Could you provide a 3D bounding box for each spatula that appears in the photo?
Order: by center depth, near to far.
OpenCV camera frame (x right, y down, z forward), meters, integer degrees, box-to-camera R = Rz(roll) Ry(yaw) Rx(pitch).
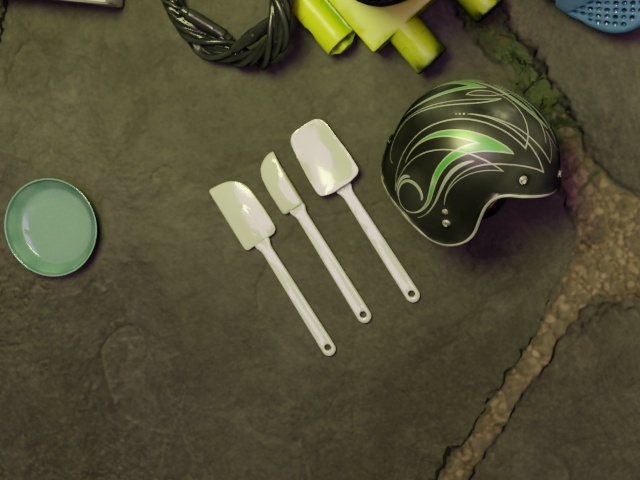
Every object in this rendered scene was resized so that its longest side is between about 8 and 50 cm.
[{"bbox_3d":[0.000,0.000,1.171,0.168,0.019,0.242,-33,90,12],"label":"spatula"}]

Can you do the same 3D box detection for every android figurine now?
[{"bbox_3d":[0.066,-0.323,1.098,0.248,0.056,0.273,-42,89,13],"label":"android figurine"}]

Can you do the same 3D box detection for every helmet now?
[{"bbox_3d":[0.161,-0.088,1.058,0.169,0.169,0.161,44,119,2],"label":"helmet"}]

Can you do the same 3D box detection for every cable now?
[{"bbox_3d":[-0.105,-0.271,1.132,0.184,0.047,0.151,14,119,27],"label":"cable"}]

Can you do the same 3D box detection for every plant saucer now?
[{"bbox_3d":[-0.324,-0.017,1.227,0.119,0.021,0.119,1,98,10],"label":"plant saucer"}]

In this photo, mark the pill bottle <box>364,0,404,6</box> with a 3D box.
[{"bbox_3d":[0.051,-0.291,0.965,0.122,0.219,0.123,1,99,9],"label":"pill bottle"}]

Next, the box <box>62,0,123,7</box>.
[{"bbox_3d":[-0.331,-0.440,1.155,0.232,0.058,0.322,7,97,9],"label":"box"}]

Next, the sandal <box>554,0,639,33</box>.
[{"bbox_3d":[0.214,-0.308,0.991,0.317,0.138,0.126,37,132,-20],"label":"sandal"}]
